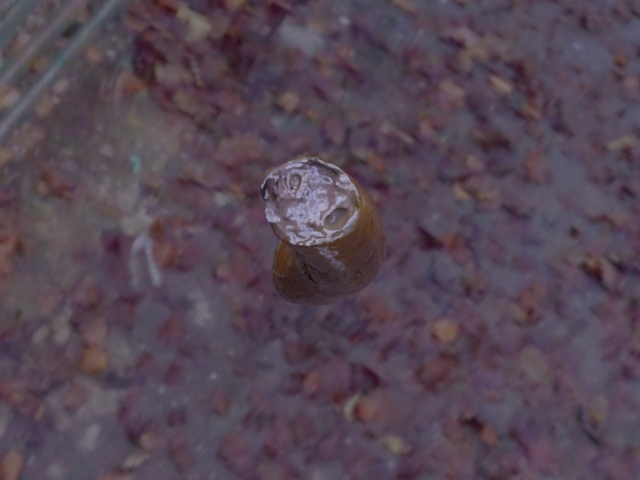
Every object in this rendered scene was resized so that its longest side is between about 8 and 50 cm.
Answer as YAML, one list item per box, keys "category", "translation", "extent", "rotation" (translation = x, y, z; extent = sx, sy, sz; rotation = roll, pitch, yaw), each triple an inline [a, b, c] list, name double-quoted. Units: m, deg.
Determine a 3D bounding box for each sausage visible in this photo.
- category: "sausage"
  translation: [0.005, 0.001, 1.321]
  extent: [0.103, 0.302, 0.076]
  rotation: [14, 77, 4]
